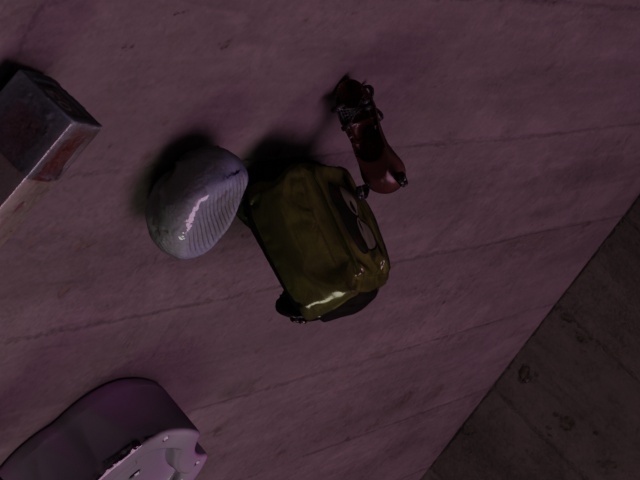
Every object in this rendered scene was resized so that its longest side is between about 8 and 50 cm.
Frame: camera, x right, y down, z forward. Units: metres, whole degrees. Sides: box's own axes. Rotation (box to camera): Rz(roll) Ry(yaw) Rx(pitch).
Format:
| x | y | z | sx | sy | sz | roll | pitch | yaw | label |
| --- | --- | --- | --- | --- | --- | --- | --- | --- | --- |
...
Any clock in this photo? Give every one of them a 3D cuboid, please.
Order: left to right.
| x | y | z | sx | sy | sz | roll | pitch | yaw | label |
| --- | --- | --- | --- | --- | --- | --- | --- | --- | --- |
| -0.308 | 0.339 | 2.141 | 0.338 | 0.102 | 0.338 | -38 | 157 | -19 | clock |

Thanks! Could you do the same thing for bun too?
| x | y | z | sx | sy | sz | roll | pitch | yaw | label |
| --- | --- | --- | --- | --- | --- | --- | --- | --- | --- |
| -0.144 | -0.049 | 1.781 | 0.141 | 0.083 | 0.141 | -48 | 164 | -19 | bun |

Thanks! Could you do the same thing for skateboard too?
| x | y | z | sx | sy | sz | roll | pitch | yaw | label |
| --- | --- | --- | --- | --- | --- | --- | --- | --- | --- |
| 0.063 | -0.129 | 1.952 | 0.067 | 0.151 | 0.080 | -17 | -174 | 20 | skateboard |

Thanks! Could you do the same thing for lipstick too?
| x | y | z | sx | sy | sz | roll | pitch | yaw | label |
| --- | --- | --- | --- | --- | --- | --- | --- | --- | --- |
| -0.358 | 0.006 | 1.476 | 0.371 | 0.080 | 0.076 | -49 | 170 | 9 | lipstick |

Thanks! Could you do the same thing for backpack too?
| x | y | z | sx | sy | sz | roll | pitch | yaw | label |
| --- | --- | --- | --- | --- | --- | --- | --- | --- | --- |
| 0.000 | 0.000 | 1.970 | 0.140 | 0.207 | 0.253 | -26 | 174 | 16 | backpack |

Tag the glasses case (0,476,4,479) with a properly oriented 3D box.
| x | y | z | sx | sy | sz | roll | pitch | yaw | label |
| --- | --- | --- | --- | --- | --- | --- | --- | --- | --- |
| -0.360 | 0.393 | 1.842 | 0.131 | 0.323 | 0.074 | -56 | 154 | 16 | glasses case |
